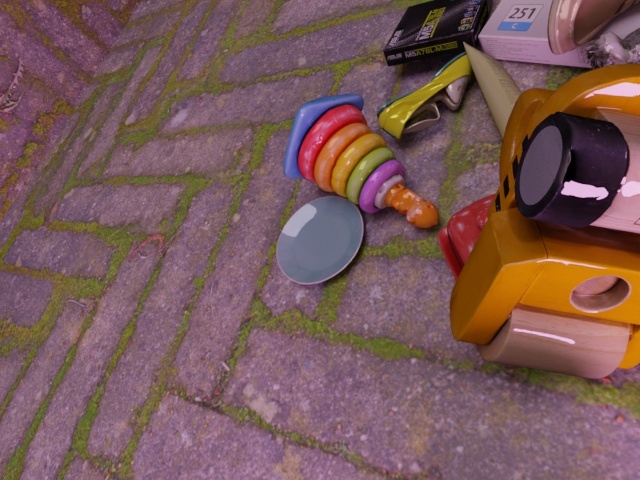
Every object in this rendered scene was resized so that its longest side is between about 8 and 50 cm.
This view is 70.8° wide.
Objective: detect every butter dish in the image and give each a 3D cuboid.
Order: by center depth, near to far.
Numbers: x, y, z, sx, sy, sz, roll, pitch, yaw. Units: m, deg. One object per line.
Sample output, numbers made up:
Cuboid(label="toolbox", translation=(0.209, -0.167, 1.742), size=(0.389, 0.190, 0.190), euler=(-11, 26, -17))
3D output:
Cuboid(label="butter dish", translation=(0.248, -0.007, 0.636), size=(0.160, 0.118, 0.160), euler=(-28, 51, 17))

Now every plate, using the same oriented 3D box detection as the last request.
Cuboid(label="plate", translation=(0.000, 0.000, 0.856), size=(0.188, 0.024, 0.188), euler=(-16, 56, 25))

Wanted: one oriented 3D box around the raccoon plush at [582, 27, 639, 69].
Cuboid(label="raccoon plush", translation=(0.425, -0.093, 0.531), size=(0.299, 0.216, 0.446), euler=(25, 78, 48))

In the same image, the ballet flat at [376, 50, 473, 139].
Cuboid(label="ballet flat", translation=(0.215, -0.265, 0.848), size=(0.231, 0.077, 0.077), euler=(-33, 72, -4))

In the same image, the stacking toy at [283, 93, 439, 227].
Cuboid(label="stacking toy", translation=(0.090, -0.116, 0.803), size=(0.175, 0.165, 0.302), euler=(-26, 57, -39))

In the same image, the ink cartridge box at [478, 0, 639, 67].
Cuboid(label="ink cartridge box", translation=(0.471, -0.420, 0.772), size=(0.296, 0.066, 0.261), euler=(29, 83, 43))

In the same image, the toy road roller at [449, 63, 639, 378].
Cuboid(label="toy road roller", translation=(0.283, -0.027, 0.507), size=(0.203, 0.329, 0.240), euler=(10, 41, 0))

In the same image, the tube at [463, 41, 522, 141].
Cuboid(label="tube", translation=(0.313, -0.252, 0.779), size=(0.062, 0.070, 0.240), euler=(-16, 58, 12))

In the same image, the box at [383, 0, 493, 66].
Cuboid(label="box", translation=(0.245, -0.444, 0.934), size=(0.184, 0.045, 0.190), euler=(5, 52, 32))

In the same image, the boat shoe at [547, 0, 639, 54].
Cuboid(label="boat shoe", translation=(0.448, -0.398, 0.659), size=(0.302, 0.109, 0.098), euler=(-50, 45, -6))
